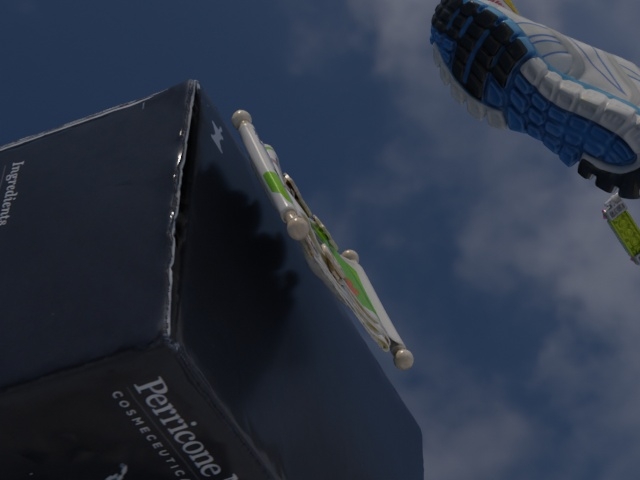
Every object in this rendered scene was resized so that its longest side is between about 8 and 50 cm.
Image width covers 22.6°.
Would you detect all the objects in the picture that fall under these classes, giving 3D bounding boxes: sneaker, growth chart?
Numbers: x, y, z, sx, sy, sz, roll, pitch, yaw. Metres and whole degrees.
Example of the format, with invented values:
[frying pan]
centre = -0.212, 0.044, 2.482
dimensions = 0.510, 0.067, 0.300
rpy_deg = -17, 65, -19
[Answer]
[sneaker]
centre = 0.156, -0.100, 1.021
dimensions = 0.083, 0.191, 0.071
rpy_deg = -34, -25, -43
[growth chart]
centre = 0.000, 0.000, 1.217
dimensions = 0.021, 0.172, 0.237
rpy_deg = -33, -41, 5

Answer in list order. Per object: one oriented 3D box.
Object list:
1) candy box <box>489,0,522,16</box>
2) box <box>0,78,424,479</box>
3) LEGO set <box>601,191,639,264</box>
[candy box]
centre = 0.111, -0.238, 1.275
dimensions = 0.027, 0.105, 0.206
rpy_deg = -32, -41, 10
[box]
centre = -0.211, 0.186, 1.330
dimensions = 0.297, 0.472, 0.480
rpy_deg = -91, -24, -46
[LEGO set]
centre = 0.396, 0.001, 1.659
dimensions = 0.107, 0.132, 0.287
rpy_deg = -37, -103, -15
